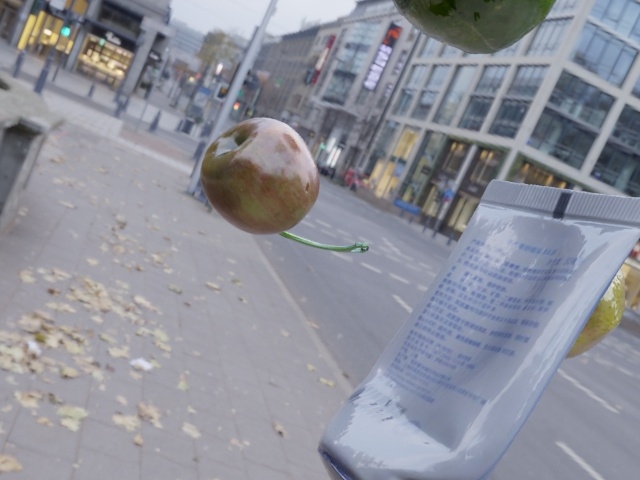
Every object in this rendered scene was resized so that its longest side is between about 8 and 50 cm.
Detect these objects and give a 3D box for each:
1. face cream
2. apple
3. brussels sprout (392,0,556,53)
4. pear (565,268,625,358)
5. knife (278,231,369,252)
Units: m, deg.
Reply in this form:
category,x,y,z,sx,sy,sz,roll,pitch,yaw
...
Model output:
category,x,y,z,sx,sy,sz,roll,pitch,yaw
face cream,0.141,0.114,0.738,0.137,0.420,0.235,38,-9,-26
apple,-0.096,-0.102,1.199,0.173,0.188,0.188,56,-10,-29
brussels sprout,0.265,-0.505,1.296,0.282,0.354,0.289,8,-28,-27
pear,0.293,0.066,0.905,0.178,0.178,0.178,24,7,-3
knife,0.000,0.003,1.236,0.166,0.022,0.078,10,-14,2
